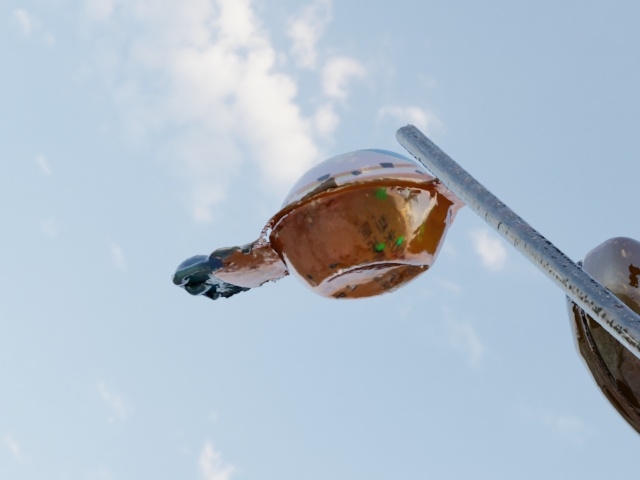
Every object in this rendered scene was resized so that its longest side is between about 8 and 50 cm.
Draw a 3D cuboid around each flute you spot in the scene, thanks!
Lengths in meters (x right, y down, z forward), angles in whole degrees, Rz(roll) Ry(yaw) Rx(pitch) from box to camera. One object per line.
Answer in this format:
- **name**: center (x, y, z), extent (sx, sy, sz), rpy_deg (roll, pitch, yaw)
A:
- **flute**: center (0.085, -0.003, 0.464), extent (0.269, 0.014, 0.014), rpy_deg (-127, -163, -60)

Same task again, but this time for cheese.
- **cheese**: center (0.000, 0.000, 1.123), extent (0.329, 0.129, 0.217), rpy_deg (-21, -25, 24)

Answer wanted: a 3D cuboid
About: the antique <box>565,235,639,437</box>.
- **antique**: center (0.374, 0.115, 1.106), extent (0.278, 0.223, 0.129), rpy_deg (45, -53, -7)
